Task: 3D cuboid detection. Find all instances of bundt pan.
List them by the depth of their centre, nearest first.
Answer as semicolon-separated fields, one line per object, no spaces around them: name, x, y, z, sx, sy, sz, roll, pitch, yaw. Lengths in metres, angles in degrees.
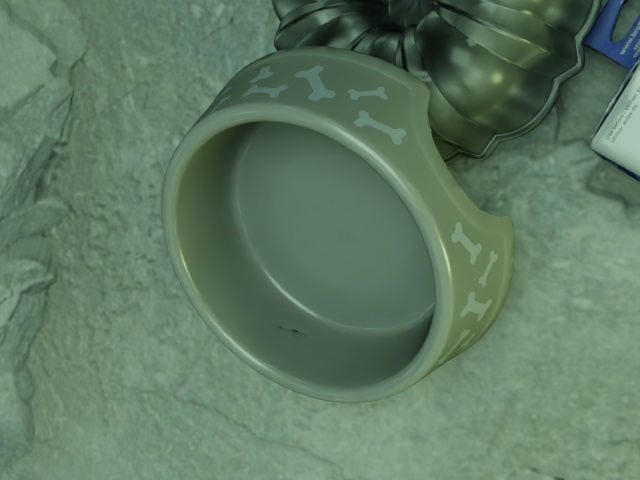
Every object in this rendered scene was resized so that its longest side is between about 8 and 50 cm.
bundt pan;0.085;-0.234;0.897;0.331;0.124;0.330;1;92;34

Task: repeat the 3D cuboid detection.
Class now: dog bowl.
dog bowl;0.000;0.000;0.895;0.349;0.102;0.348;16;124;25

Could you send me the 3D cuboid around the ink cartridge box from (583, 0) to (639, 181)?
ink cartridge box;0.415;-0.123;0.799;0.395;0.151;0.270;34;101;16
